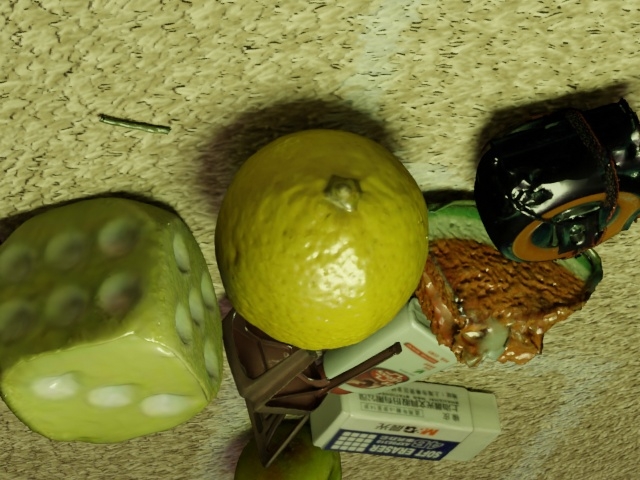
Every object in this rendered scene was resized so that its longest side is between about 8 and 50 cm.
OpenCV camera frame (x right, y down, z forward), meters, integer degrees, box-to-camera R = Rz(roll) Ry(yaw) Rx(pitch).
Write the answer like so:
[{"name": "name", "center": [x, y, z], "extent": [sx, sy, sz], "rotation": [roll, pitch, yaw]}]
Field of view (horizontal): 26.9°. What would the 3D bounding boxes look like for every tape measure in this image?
[{"name": "tape measure", "center": [0.285, -0.060, 1.575], "extent": [0.202, 0.135, 0.223], "rotation": [-18, 151, 2]}]

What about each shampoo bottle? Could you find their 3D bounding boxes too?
[{"name": "shampoo bottle", "center": [0.066, 0.178, 1.958], "extent": [0.284, 0.071, 0.153], "rotation": [-29, 141, 30]}]

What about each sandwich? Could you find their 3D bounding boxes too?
[{"name": "sandwich", "center": [0.219, 0.053, 1.694], "extent": [0.292, 0.212, 0.109], "rotation": [-4, 164, -27]}]

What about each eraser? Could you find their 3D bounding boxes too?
[{"name": "eraser", "center": [0.134, 0.283, 2.121], "extent": [0.279, 0.081, 0.124], "rotation": [9, 143, -22]}]

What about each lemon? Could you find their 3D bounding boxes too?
[{"name": "lemon", "center": [0.001, -0.001, 1.527], "extent": [0.267, 0.267, 0.267], "rotation": [-4, 147, -3]}]

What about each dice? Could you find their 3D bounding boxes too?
[{"name": "dice", "center": [-0.263, 0.099, 1.645], "extent": [0.238, 0.226, 0.233], "rotation": [-13, 146, 9]}]

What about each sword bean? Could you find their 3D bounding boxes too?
[{"name": "sword bean", "center": [-0.208, -0.129, 1.504], "extent": [0.083, 0.012, 0.012], "rotation": [9, 144, -24]}]

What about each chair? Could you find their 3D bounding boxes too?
[{"name": "chair", "center": [-0.066, 0.175, 1.846], "extent": [0.183, 0.175, 0.326], "rotation": [12, 137, -40]}]

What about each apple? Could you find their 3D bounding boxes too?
[{"name": "apple", "center": [-0.052, 0.390, 2.165], "extent": [0.157, 0.196, 0.196], "rotation": [13, 155, 26]}]

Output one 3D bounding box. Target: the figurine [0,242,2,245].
[{"name": "figurine", "center": [-0.461, 0.132, 1.665], "extent": [0.160, 0.226, 0.183], "rotation": [-10, 147, 8]}]
